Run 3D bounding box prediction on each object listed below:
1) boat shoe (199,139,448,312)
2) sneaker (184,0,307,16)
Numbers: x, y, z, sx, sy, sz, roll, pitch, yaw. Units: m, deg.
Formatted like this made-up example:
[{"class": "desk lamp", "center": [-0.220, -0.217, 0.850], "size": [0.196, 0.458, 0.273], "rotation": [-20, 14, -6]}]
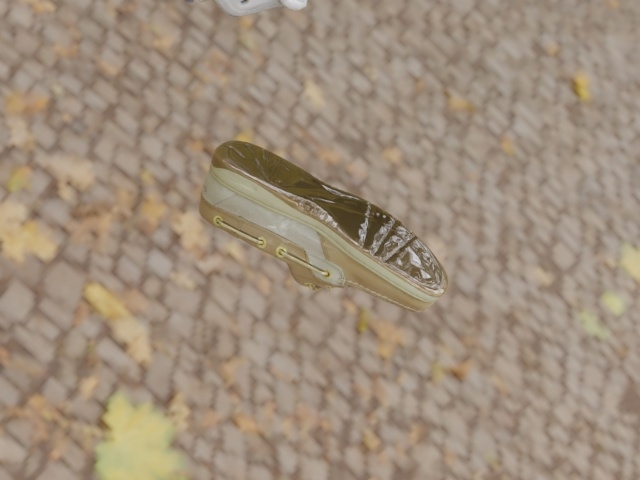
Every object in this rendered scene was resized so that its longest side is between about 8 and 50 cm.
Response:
[{"class": "boat shoe", "center": [0.000, 0.000, 0.892], "size": [0.135, 0.045, 0.050], "rotation": [32, 30, 7]}, {"class": "sneaker", "center": [0.000, -0.153, 0.703], "size": [0.297, 0.129, 0.111], "rotation": [5, 31, -34]}]
